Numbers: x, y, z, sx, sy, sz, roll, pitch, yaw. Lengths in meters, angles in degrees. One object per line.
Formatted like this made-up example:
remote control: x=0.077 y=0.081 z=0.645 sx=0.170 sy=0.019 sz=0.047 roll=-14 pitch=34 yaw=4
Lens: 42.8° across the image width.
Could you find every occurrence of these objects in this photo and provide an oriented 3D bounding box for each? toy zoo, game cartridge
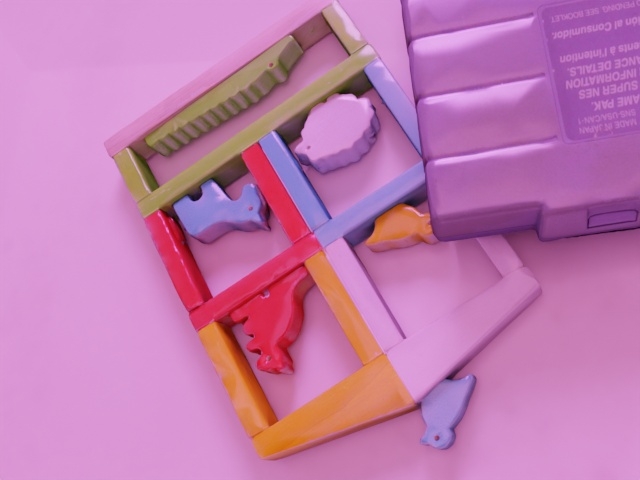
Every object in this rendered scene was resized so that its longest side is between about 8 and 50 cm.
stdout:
toy zoo: x=0.000 y=0.000 z=0.513 sx=0.192 sy=0.030 sz=0.293 roll=-33 pitch=67 yaw=7
game cartridge: x=0.224 y=-0.127 z=0.449 sx=0.355 sy=0.068 sz=0.230 roll=-8 pitch=77 yaw=10
